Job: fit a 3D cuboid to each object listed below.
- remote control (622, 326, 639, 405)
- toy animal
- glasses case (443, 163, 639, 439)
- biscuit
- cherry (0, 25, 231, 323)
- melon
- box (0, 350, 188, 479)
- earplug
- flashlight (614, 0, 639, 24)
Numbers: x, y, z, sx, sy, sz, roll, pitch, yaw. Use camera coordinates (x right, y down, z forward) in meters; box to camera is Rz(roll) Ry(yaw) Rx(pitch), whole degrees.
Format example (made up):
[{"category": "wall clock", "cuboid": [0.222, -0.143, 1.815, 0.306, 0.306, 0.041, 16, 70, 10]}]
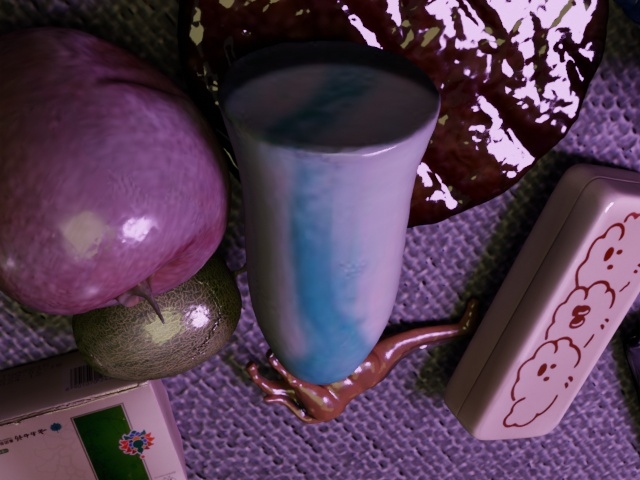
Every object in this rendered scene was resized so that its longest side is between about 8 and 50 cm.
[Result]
[{"category": "remote control", "cuboid": [0.483, 0.237, 1.430, 0.144, 0.062, 0.399, -24, 125, 3]}, {"category": "toy animal", "cuboid": [0.057, 0.122, 1.257, 0.229, 0.066, 0.224, 31, 95, -25]}, {"category": "glasses case", "cuboid": [0.270, 0.076, 1.249, 0.144, 0.076, 0.336, 3, 122, -37]}, {"category": "biscuit", "cuboid": [0.068, -0.199, 1.045, 0.407, 0.091, 0.407, -5, 123, -8]}, {"category": "cherry", "cuboid": [-0.207, -0.061, 0.968, 0.221, 0.261, 0.307, -42, 79, 19]}, {"category": "melon", "cuboid": [-0.158, 0.068, 1.123, 0.192, 0.139, 0.139, -25, 124, -4]}, {"category": "box", "cuboid": [-0.269, 0.216, 1.214, 0.212, 0.095, 0.168, -16, 126, -4]}, {"category": "earplug", "cuboid": [0.000, 0.000, 1.015, 0.185, 0.185, 0.324, -5, 130, -11]}, {"category": "flashlight", "cuboid": [0.297, -0.254, 1.099, 0.121, 0.057, 0.035, 30, 75, -20]}]
